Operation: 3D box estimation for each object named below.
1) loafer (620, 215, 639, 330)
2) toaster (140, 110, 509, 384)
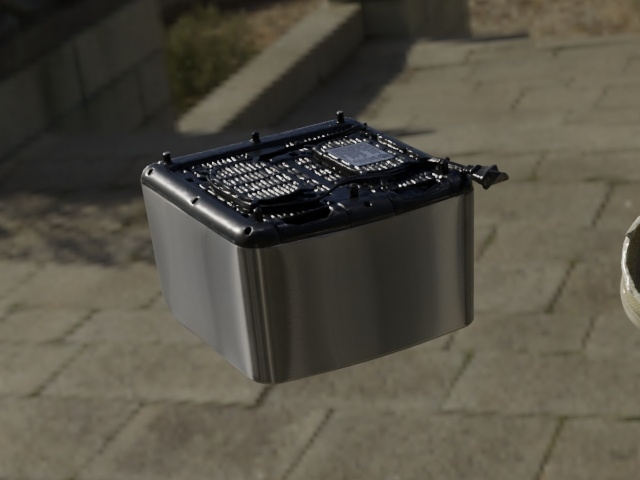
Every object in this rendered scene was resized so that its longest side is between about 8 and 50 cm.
[{"bbox_3d":[0.232,-0.017,0.701,0.268,0.092,0.102,-13,47,39],"label":"loafer"},{"bbox_3d":[0.000,0.000,1.087,0.168,0.110,0.186,-16,24,-25],"label":"toaster"}]
